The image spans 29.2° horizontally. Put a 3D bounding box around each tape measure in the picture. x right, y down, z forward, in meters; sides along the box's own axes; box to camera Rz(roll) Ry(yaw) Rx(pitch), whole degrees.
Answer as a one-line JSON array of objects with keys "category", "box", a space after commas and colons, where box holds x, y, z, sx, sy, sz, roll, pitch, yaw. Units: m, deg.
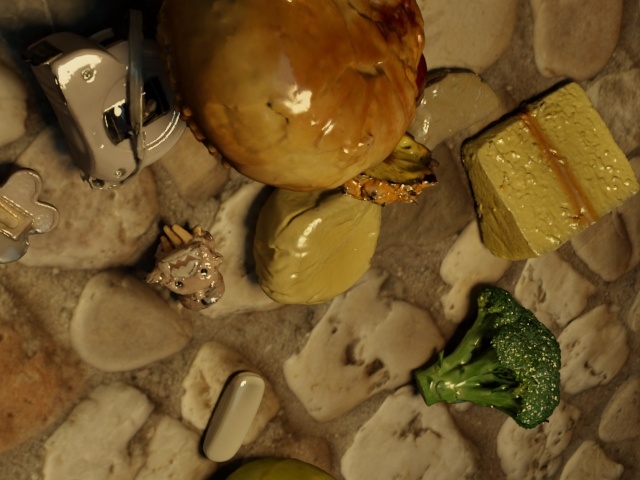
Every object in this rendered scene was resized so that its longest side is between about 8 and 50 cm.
[{"category": "tape measure", "box": [-0.261, -0.189, 1.621, 0.197, 0.120, 0.236, -35, 133, -20]}]

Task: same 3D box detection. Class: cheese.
[{"category": "cheese", "box": [0.000, 0.000, 1.919, 0.226, 0.117, 0.213, -22, 132, -30]}]

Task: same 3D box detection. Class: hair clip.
[{"category": "hair clip", "box": [-0.451, -0.063, 1.589, 0.146, 0.075, 0.257, -50, 139, 1]}]

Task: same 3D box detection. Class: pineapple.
[{"category": "pineapple", "box": [0.075, -0.116, 1.854, 0.225, 0.225, 0.076, -3, 130, -35]}]

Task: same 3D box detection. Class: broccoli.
[{"category": "broccoli", "box": [0.302, 0.223, 2.218, 0.269, 0.269, 0.254, -49, 169, -3]}]

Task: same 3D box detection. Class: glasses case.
[{"category": "glasses case", "box": [-0.143, 0.291, 2.024, 0.063, 0.041, 0.164, 12, 107, -41]}]

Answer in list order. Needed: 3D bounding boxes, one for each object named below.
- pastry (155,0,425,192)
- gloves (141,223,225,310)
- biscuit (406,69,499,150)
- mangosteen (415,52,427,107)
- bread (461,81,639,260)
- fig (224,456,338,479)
[{"category": "pastry", "box": [-0.041, -0.260, 1.599, 0.410, 0.245, 0.409, 14, 72, -50]}, {"category": "gloves", "box": [-0.190, 0.044, 1.823, 0.110, 0.094, 0.144, -42, 141, 6]}, {"category": "biscuit", "box": [0.182, -0.207, 1.986, 0.250, 0.032, 0.133, -33, 130, -17]}, {"category": "mangosteen", "box": [0.099, -0.234, 1.834, 0.156, 0.146, 0.181, -48, 132, -8]}, {"category": "bread", "box": [0.377, -0.123, 2.149, 0.263, 0.198, 0.236, -32, 96, -20]}, {"category": "fig", "box": [-0.037, 0.499, 2.083, 0.326, 0.258, 0.258, 18, 103, -53]}]
